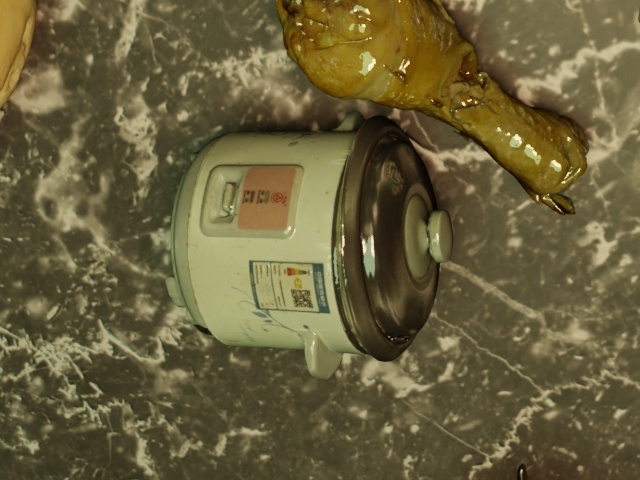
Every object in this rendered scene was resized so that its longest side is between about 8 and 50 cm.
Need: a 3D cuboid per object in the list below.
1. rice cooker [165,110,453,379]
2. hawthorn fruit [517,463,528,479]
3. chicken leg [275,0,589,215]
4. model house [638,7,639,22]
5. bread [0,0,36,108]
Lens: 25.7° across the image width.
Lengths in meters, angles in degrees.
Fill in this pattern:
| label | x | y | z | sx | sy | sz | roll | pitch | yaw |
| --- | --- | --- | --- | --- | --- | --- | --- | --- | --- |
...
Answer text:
| label | x | y | z | sx | sy | sz | roll | pitch | yaw |
| --- | --- | --- | --- | --- | --- | --- | --- | --- | --- |
| rice cooker | 0.000 | 0.000 | 1.533 | 0.316 | 0.317 | 0.264 | -6 | 153 | 20 |
| hawthorn fruit | 0.252 | 0.426 | 1.631 | 0.284 | 0.285 | 0.369 | 1 | 110 | 18 |
| chicken leg | 0.125 | -0.180 | 1.483 | 0.429 | 0.201 | 0.153 | 36 | 137 | -8 |
| model house | 0.359 | -0.273 | 1.284 | 0.245 | 0.312 | 0.280 | 10 | 153 | 10 |
| bread | -0.523 | -0.255 | 1.600 | 0.376 | 0.253 | 0.348 | 37 | 115 | -2 |
